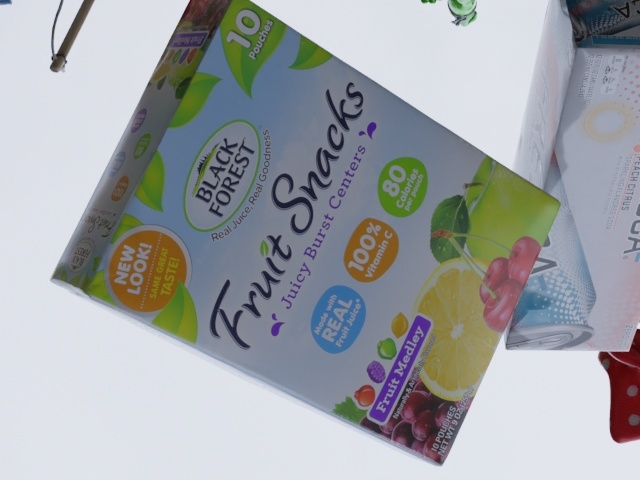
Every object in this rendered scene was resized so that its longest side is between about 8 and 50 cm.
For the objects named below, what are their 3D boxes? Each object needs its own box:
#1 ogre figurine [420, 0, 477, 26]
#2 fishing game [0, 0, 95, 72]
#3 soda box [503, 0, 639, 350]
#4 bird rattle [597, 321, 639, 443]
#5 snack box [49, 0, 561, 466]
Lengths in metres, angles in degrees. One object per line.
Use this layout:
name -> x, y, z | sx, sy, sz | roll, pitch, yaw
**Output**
ogre figurine -> 0.125, -0.331, 1.596 | 0.097, 0.197, 0.118 | -10, -173, -5
fishing game -> -0.222, -0.235, 0.910 | 0.041, 0.264, 0.189 | -5, -129, 30
soda box -> 0.119, -0.030, 0.624 | 0.063, 0.183, 0.058 | 1, -134, -4
bird rattle -> 0.264, 0.016, 1.018 | 0.207, 0.143, 0.253 | -19, -137, -10
snack box -> 0.000, 0.000, 0.460 | 0.037, 0.141, 0.100 | 10, -107, 60
